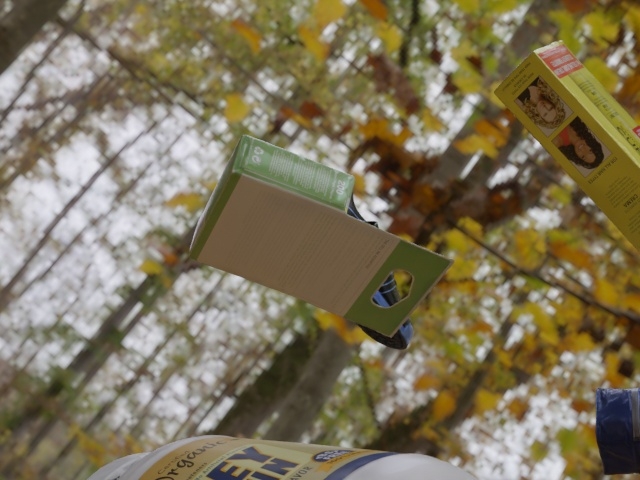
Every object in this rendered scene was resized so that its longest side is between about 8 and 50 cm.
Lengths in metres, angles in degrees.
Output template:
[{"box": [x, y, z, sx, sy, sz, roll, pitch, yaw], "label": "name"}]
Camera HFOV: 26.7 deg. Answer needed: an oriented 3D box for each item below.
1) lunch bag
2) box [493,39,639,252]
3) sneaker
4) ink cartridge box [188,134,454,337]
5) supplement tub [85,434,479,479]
[{"box": [0.314, 0.194, 1.356, 0.065, 0.067, 0.098, -4, -39, 17], "label": "lunch bag"}, {"box": [0.263, -0.073, 1.212, 0.232, 0.087, 0.058, 49, -59, 9], "label": "box"}, {"box": [0.064, 0.038, 1.705, 0.081, 0.090, 0.232, 5, -40, 44], "label": "sneaker"}, {"box": [0.000, 0.000, 1.365, 0.235, 0.056, 0.171, 20, -36, -10], "label": "ink cartridge box"}, {"box": [-0.036, 0.259, 0.969, 0.316, 0.228, 0.228, -4, -47, 46], "label": "supplement tub"}]
